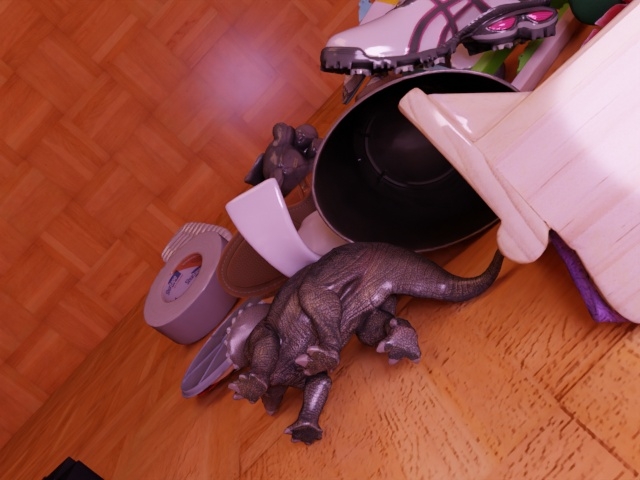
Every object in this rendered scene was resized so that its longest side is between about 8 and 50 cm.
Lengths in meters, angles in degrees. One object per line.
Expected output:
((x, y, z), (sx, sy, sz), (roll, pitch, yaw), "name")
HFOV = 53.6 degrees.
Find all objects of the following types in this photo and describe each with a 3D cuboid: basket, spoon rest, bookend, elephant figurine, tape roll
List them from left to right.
((-0.355, 0.367, 0.897), (0.156, 0.072, 0.157), (-43, 13, 14), "bookend")
((-0.243, 0.089, 1.230), (0.219, 0.072, 0.219), (-31, 36, 26), "tape roll")
((-0.078, -0.132, 1.397), (0.239, 0.186, 0.169), (-47, 51, 53), "elephant figurine")
((0.000, 0.000, 0.680), (0.137, 0.084, 0.276), (-28, -14, 19), "spoon rest")
((0.100, -0.099, 0.652), (0.204, 0.154, 0.227), (-21, 14, 12), "basket")

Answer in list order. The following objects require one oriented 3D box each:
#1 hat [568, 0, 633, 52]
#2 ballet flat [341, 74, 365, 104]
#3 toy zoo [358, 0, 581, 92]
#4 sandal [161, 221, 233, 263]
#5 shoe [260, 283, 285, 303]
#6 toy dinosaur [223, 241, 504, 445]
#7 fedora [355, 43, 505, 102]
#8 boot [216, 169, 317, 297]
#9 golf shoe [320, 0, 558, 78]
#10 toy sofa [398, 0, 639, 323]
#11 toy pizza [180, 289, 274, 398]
((0.305, -0.234, 0.665), (0.208, 0.184, 0.173), (-5, 27, -6), "hat")
((0.061, -0.259, 0.957), (0.114, 0.041, 0.041), (-48, 12, 17), "ballet flat")
((0.167, -0.278, 0.819), (0.293, 0.030, 0.192), (28, 70, 33), "toy zoo")
((-0.260, 0.046, 1.476), (0.169, 0.102, 0.416), (-52, 28, -3), "sandal")
((0.014, 0.060, 0.685), (0.076, 0.058, 0.219), (-25, 1, -38), "shoe")
((0.006, 0.063, 0.542), (0.313, 0.121, 0.160), (-45, 26, 27), "toy dinosaur")
((0.135, -0.212, 0.931), (0.244, 0.124, 0.275), (-51, 13, -17), "fedora")
((-0.038, -0.030, 0.969), (0.283, 0.109, 0.220), (-50, 5, -3), "boot")
((0.119, -0.246, 0.681), (0.272, 0.120, 0.105), (-18, 15, -14), "golf shoe")
((0.238, -0.125, 0.358), (0.362, 0.177, 0.150), (-44, -11, 16), "toy sofa")
((-0.121, 0.145, 0.897), (0.201, 0.032, 0.201), (-44, 12, 12), "toy pizza")
